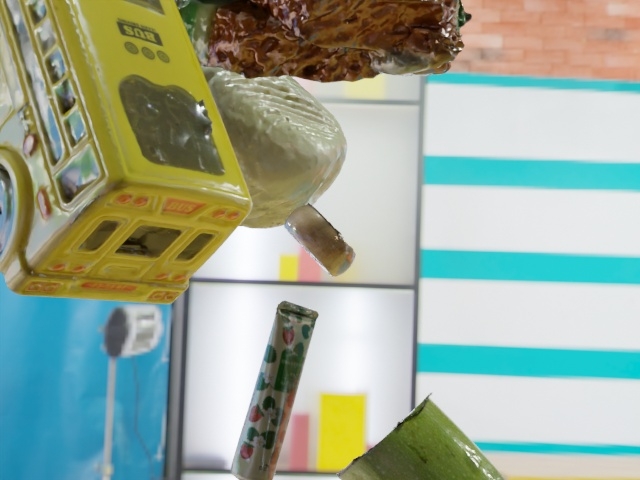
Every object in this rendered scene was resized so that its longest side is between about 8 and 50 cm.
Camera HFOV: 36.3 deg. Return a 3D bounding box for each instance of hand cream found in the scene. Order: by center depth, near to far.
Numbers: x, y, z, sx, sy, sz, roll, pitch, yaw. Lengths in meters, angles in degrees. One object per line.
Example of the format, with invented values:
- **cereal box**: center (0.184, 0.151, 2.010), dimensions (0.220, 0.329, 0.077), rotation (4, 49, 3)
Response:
- **hand cream**: center (-0.066, 0.222, 1.350), dimensions (0.059, 0.276, 0.095), rotation (11, -7, 38)

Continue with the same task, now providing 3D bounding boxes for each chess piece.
- **chess piece**: center (0.000, 0.000, 1.016), dimensions (0.038, 0.083, 0.083), rotation (-43, -5, -5)

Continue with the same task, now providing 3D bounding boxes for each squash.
- **squash**: center (0.109, 0.208, 0.707), dimensions (0.188, 0.095, 0.095), rotation (47, 6, 12)

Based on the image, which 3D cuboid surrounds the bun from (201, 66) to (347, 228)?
- **bun**: center (-0.133, -0.164, 1.478), dimensions (0.227, 0.352, 0.349), rotation (-44, -27, 18)

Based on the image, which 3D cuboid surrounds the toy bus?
- **toy bus**: center (-0.171, -0.123, 0.673), dimensions (0.144, 0.330, 0.152), rotation (7, -39, -46)

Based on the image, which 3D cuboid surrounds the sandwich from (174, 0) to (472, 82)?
- **sandwich**: center (0.018, -0.207, 0.835), dimensions (0.292, 0.109, 0.212), rotation (0, 31, -8)
